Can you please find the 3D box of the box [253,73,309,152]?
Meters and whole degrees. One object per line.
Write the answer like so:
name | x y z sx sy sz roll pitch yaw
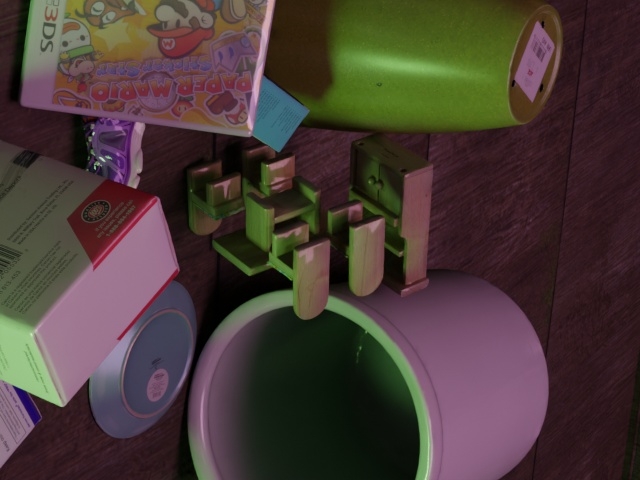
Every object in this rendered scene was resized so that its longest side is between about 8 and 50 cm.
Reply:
box | -0.112 -0.176 1.624 0.060 0.100 0.244 -53 150 4

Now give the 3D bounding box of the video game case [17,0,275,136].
video game case | -0.158 -0.213 1.467 0.227 0.026 0.206 7 103 -16

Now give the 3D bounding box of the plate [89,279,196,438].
plate | -0.189 0.135 1.749 0.188 0.024 0.188 -35 133 -48

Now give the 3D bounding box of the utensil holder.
utensil holder | 0.072 0.202 1.936 0.385 0.327 0.328 -10 114 -61

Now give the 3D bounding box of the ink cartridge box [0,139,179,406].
ink cartridge box | -0.270 0.015 1.334 0.172 0.237 0.100 -51 147 -33

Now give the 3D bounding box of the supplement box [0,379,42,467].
supplement box | -0.370 0.190 1.383 0.220 0.111 0.114 -54 145 -30

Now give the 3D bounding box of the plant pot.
plant pot | 0.117 -0.234 1.798 0.275 0.293 0.275 -34 133 -47

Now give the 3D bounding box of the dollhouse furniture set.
dollhouse furniture set | 0.000 0.000 1.749 0.242 0.212 0.161 -21 128 -31

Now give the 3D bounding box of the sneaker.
sneaker | -0.217 -0.101 1.556 0.071 0.068 0.170 20 78 -45
